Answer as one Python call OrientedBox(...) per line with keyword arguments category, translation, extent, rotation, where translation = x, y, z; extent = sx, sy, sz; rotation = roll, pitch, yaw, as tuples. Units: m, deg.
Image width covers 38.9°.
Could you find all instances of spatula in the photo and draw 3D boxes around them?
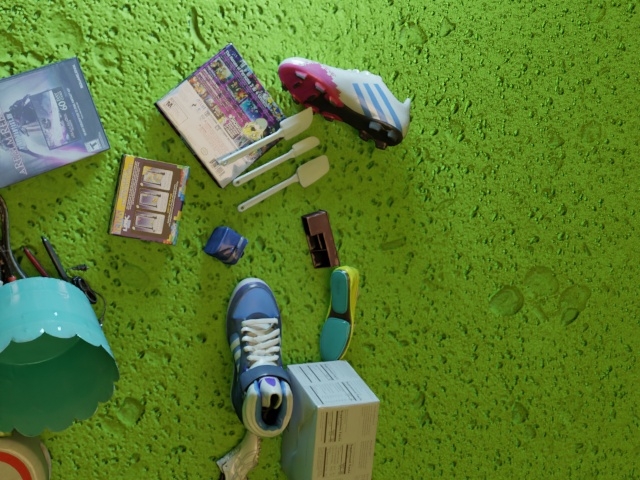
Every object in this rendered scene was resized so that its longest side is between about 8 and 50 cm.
OrientedBox(category="spatula", translation=(-0.095, -0.166, 1.975), extent=(0.242, 0.019, 0.168), rotation=(-31, 128, -21))

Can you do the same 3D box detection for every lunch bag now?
OrientedBox(category="lunch bag", translation=(-0.197, 0.013, 1.942), extent=(0.065, 0.098, 0.067), rotation=(32, 79, -24))

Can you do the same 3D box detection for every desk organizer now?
OrientedBox(category="desk organizer", translation=(0.000, 0.000, 2.047), extent=(0.050, 0.047, 0.130), rotation=(-18, 102, -17))

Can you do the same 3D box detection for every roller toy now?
OrientedBox(category="roller toy", translation=(-0.636, 0.468, 1.794), extent=(0.191, 0.146, 0.209), rotation=(37, 88, -12))

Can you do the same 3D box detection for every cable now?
OrientedBox(category="cable", translation=(-0.621, 0.046, 1.776), extent=(0.139, 0.072, 0.287), rotation=(2, 106, -15))

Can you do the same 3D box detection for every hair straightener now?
OrientedBox(category="hair straightener", translation=(-0.505, 0.086, 1.853), extent=(0.089, 0.047, 0.230), rotation=(-36, 103, -16))

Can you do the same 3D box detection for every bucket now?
OrientedBox(category="bucket", translation=(-0.539, 0.219, 1.733), extent=(0.281, 0.183, 0.281), rotation=(-14, 133, -16))

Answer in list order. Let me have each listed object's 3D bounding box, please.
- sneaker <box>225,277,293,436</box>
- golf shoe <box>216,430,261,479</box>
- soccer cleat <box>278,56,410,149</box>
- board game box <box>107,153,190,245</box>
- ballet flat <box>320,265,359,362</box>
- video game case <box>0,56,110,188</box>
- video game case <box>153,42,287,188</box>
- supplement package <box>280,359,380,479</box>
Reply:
OrientedBox(category="sneaker", translation=(-0.116, 0.254, 1.926), extent=(0.130, 0.236, 0.323), rotation=(1, 96, -22))
OrientedBox(category="golf shoe", translation=(-0.186, 0.491, 2.019), extent=(0.086, 0.069, 0.176), rotation=(17, 88, -16))
OrientedBox(category="soccer cleat", translation=(0.058, -0.330, 2.012), extent=(0.331, 0.116, 0.143), rotation=(29, 63, -20))
OrientedBox(category="board game box", translation=(-0.358, -0.084, 1.895), extent=(0.141, 0.048, 0.170), rotation=(11, 92, -20))
OrientedBox(category="ballet flat", translation=(0.054, 0.168, 2.072), extent=(0.077, 0.077, 0.231), rotation=(-13, 113, -57))
OrientedBox(category="video game case", translation=(-0.564, -0.227, 1.768), extent=(0.274, 0.026, 0.196), rotation=(-27, 106, -35))
OrientedBox(category="video game case", translation=(-0.203, -0.265, 1.938), extent=(0.210, 0.042, 0.232), rotation=(-42, 109, -12))
OrientedBox(category="supplement package", translation=(0.016, 0.426, 1.991), extent=(0.145, 0.204, 0.262), rotation=(-2, 110, -21))
